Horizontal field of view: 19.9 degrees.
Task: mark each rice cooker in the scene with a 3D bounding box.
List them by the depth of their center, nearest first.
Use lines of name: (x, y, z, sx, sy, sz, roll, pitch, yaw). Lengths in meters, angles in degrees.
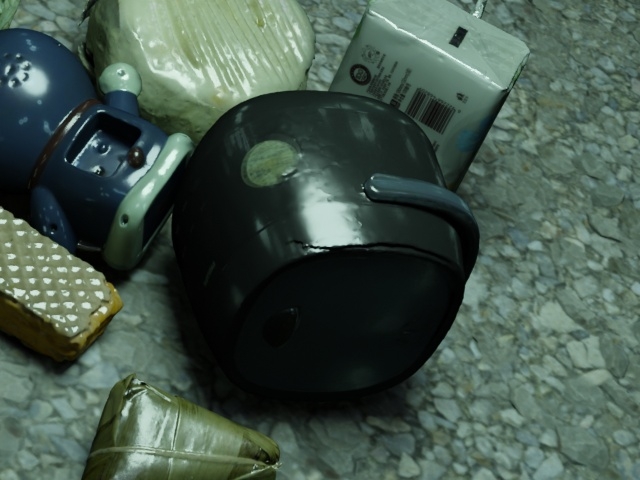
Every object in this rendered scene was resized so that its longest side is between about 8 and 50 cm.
rice cooker: (0.000, 0.000, 1.638, 0.267, 0.267, 0.224, 4, 44, -24)

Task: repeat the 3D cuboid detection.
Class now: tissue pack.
tissue pack: (0.096, -0.140, 1.833, 0.159, 0.229, 0.145, 30, 41, 4)

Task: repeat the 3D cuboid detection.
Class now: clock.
clock: (-0.240, -0.095, 1.677, 0.243, 0.146, 0.199, 31, 68, 6)

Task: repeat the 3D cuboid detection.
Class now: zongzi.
zongzi: (-0.122, 0.212, 1.495, 0.160, 0.078, 0.176, 21, 52, -7)

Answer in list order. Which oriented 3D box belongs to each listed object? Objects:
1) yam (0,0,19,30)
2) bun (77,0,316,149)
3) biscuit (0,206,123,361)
yam: (-0.469, -0.324, 1.850, 0.372, 0.083, 0.083, 32, 42, 7)
bun: (-0.129, -0.184, 1.832, 0.239, 0.141, 0.239, 15, 48, -17)
biscuit: (-0.350, -0.020, 1.619, 0.379, 0.054, 0.094, 33, 42, 7)
